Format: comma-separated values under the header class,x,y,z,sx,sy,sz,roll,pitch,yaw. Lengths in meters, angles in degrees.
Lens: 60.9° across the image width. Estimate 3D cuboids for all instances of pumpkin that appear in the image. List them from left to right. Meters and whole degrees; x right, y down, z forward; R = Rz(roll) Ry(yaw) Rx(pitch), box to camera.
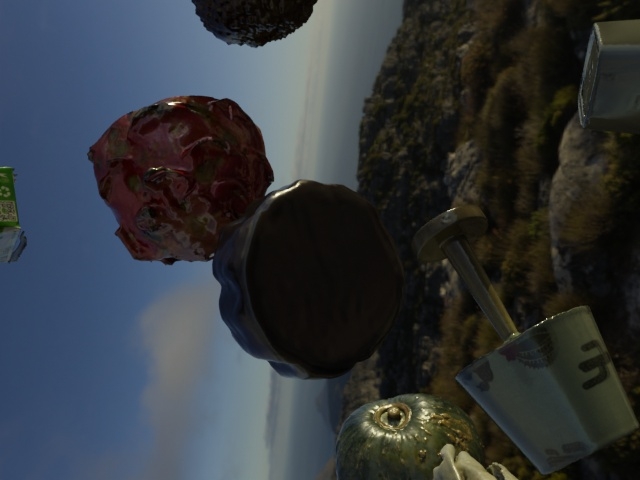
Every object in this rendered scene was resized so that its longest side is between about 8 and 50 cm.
class,x,y,z,sx,sy,sz,roll,pitch,yaw
pumpkin,0.204,0.500,1.228,0.291,0.328,0.257,-56,-46,-63

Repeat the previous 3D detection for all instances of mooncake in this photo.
class,x,y,z,sx,sy,sz,roll,pitch,yaw
mooncake,-0.020,0.057,0.786,0.141,0.283,0.283,-25,55,55

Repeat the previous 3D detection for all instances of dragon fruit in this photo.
class,x,y,z,sx,sy,sz,roll,pitch,yaw
dragon fruit,-0.261,-0.088,1.097,0.386,0.371,0.249,-43,56,27

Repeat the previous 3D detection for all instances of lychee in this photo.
class,x,y,z,sx,sy,sz,roll,pitch,yaw
lychee,-0.129,-0.513,1.038,0.267,0.267,0.267,-174,90,-88

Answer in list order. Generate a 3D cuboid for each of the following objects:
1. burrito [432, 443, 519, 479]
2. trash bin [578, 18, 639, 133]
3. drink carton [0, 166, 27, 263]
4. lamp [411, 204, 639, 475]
class,x,y,z,sx,sy,sz,roll,pitch,yaw
burrito,0.231,0.333,0.588,0.392,0.076,0.117,-177,94,-73
trash bin,0.608,-0.291,0.962,0.219,0.250,0.220,-63,-26,-48
drink carton,-0.575,-0.026,0.768,0.161,0.271,0.108,-34,69,48
lamp,0.156,0.072,0.448,0.121,0.121,0.214,100,150,-58
